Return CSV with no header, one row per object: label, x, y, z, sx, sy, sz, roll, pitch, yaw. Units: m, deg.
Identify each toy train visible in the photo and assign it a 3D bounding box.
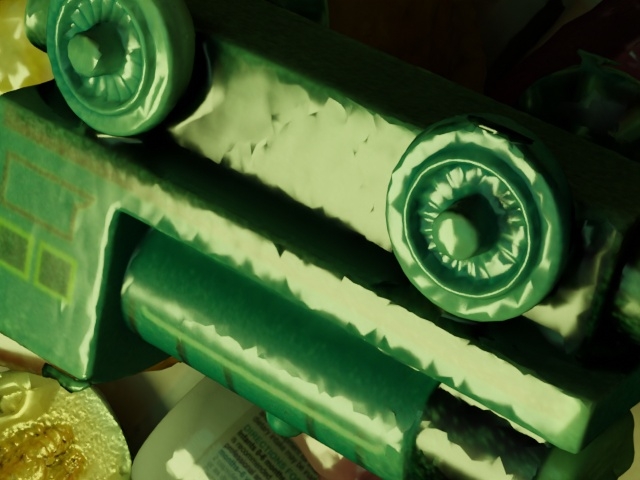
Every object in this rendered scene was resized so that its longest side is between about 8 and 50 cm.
toy train,0.000,0.000,0.611,0.298,0.120,0.194,27,119,26

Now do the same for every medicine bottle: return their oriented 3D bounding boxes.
medicine bottle,0.011,0.165,0.866,0.215,0.135,0.135,45,119,13

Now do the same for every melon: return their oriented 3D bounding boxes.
melon,-0.165,0.146,1.003,0.160,0.079,0.128,45,100,15

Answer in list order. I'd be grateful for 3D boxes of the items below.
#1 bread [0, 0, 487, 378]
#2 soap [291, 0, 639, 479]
bread,-0.116,-0.109,0.821,0.398,0.215,0.398,6,109,18
soap,0.118,0.006,0.729,0.325,0.220,0.127,-45,69,30
